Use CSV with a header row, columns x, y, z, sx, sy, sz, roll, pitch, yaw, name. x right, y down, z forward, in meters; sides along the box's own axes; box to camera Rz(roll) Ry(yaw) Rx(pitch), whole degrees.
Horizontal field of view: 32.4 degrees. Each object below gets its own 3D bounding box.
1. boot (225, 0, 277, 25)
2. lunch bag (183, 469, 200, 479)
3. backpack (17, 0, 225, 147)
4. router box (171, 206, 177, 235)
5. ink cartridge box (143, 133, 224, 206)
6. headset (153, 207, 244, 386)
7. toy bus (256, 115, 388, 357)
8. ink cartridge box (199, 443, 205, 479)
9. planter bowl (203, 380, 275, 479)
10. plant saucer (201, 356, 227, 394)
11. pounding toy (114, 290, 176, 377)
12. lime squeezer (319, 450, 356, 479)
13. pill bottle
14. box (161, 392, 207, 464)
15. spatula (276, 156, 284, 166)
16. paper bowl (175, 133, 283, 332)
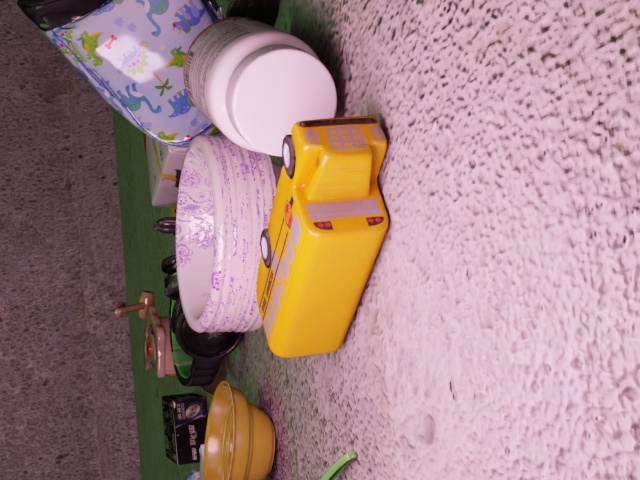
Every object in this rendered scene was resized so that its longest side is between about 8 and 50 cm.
x,y,z,sx,sy,sz,roll,pitch,yaw,name
-0.118,-0.379,1.718,0.198,0.076,0.137,114,153,-56,boot
-0.208,0.608,2.177,0.243,0.115,0.303,125,139,-61,lunch bag
-0.274,-0.321,1.841,0.273,0.290,0.355,46,169,50,backpack
-0.294,-0.082,2.416,0.179,0.046,0.133,166,99,-73,router box
-0.263,-0.219,2.137,0.306,0.131,0.226,127,136,-68,ink cartridge box
-0.249,0.104,2.063,0.243,0.185,0.394,-110,30,-43,headset
0.000,0.000,1.334,0.333,0.108,0.130,108,153,-51,toy bus
-0.171,0.442,2.044,0.143,0.092,0.090,-112,24,-50,ink cartridge box
-0.132,0.349,1.868,0.217,0.090,0.217,-174,90,-73,planter bowl
-0.252,0.178,2.339,0.310,0.050,0.311,175,90,-74,plant saucer
-0.366,0.223,2.373,0.269,0.154,0.154,-133,46,-65,pounding toy
-0.002,0.395,1.528,0.110,0.058,0.310,-123,34,-59,lime squeezer
-0.082,-0.206,1.474,0.283,0.160,0.160,-135,44,-66,pill bottle
-0.312,0.432,2.540,0.180,0.077,0.147,160,105,-73,box
-0.043,-0.018,1.633,0.242,0.019,0.168,-120,30,-56,spatula
-0.113,-0.009,1.590,0.284,0.148,0.284,-179,90,-72,paper bowl
